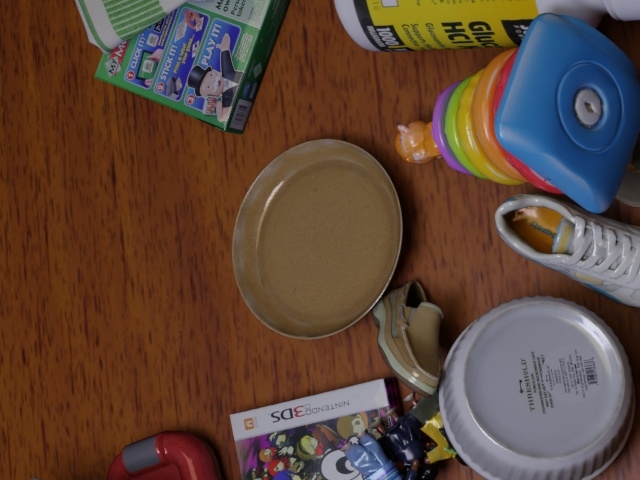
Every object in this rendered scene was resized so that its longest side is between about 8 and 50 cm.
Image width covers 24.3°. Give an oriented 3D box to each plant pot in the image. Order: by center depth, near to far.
[{"bbox_3d":[0.000,0.000,1.737,0.236,0.032,0.236,-8,76,32],"label":"plant pot"}]

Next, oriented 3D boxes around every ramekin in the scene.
[{"bbox_3d":[0.225,0.153,1.536,0.207,0.109,0.207,-1,73,4],"label":"ramekin"}]

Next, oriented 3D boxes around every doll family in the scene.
[{"bbox_3d":[0.114,0.226,1.627,0.193,0.076,0.111,-38,83,4],"label":"doll family"}]

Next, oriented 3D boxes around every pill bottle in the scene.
[{"bbox_3d":[0.193,-0.299,1.587,0.334,0.188,0.188,2,87,28],"label":"pill bottle"}]

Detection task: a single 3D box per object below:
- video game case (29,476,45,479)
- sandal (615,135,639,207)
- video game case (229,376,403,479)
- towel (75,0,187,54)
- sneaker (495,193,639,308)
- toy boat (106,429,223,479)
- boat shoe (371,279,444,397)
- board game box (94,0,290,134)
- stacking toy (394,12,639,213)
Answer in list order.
[{"bbox_3d":[-0.238,0.411,1.702,0.244,0.061,0.269,1,120,55],"label":"video game case"},{"bbox_3d":[0.306,-0.103,1.590,0.072,0.049,0.180,-46,68,17],"label":"sandal"},{"bbox_3d":[0.011,0.291,1.717,0.210,0.042,0.232,-16,79,25],"label":"video game case"},{"bbox_3d":[-0.195,-0.400,1.806,0.325,0.038,0.248,-28,77,29],"label":"towel"},{"bbox_3d":[0.289,0.013,1.566,0.228,0.092,0.087,19,93,26],"label":"sneaker"},{"bbox_3d":[-0.192,0.343,1.757,0.151,0.151,0.231,-23,76,25],"label":"toy boat"},{"bbox_3d":[0.103,0.097,1.621,0.072,0.068,0.190,-47,26,14],"label":"boat shoe"},{"bbox_3d":[-0.138,-0.315,1.840,0.213,0.046,0.317,24,97,28],"label":"board game box"},{"bbox_3d":[0.183,-0.121,1.593,0.302,0.175,0.166,-8,55,55],"label":"stacking toy"}]
